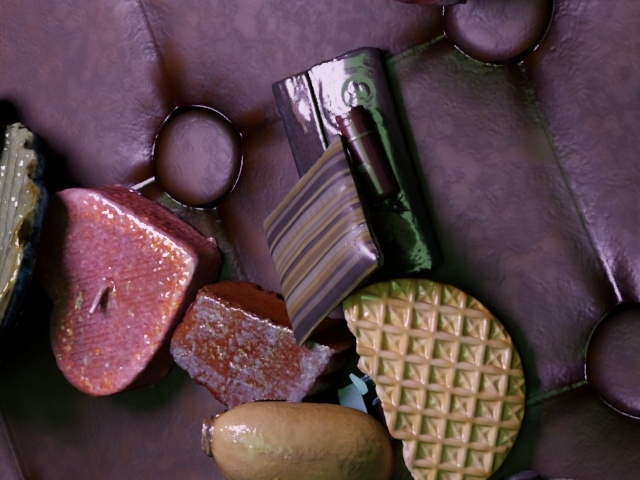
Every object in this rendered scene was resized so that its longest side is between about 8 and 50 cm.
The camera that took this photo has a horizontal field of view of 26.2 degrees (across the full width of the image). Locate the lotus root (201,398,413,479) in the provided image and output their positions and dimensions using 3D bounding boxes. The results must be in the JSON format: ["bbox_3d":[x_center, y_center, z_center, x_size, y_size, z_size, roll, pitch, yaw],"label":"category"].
[{"bbox_3d":[-0.012,0.288,1.833,0.303,0.130,0.146,10,134,-14],"label":"lotus root"}]

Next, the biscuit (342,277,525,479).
[{"bbox_3d":[0.166,0.184,1.809,0.205,0.040,0.308,-22,92,-3],"label":"biscuit"}]

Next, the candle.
[{"bbox_3d":[-0.286,0.068,2.016,0.287,0.131,0.316,-13,89,23],"label":"candle"}]

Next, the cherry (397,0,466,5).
[{"bbox_3d":[0.110,-0.434,1.729,0.221,0.261,0.307,4,127,55],"label":"cherry"}]

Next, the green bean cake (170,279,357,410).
[{"bbox_3d":[-0.082,0.149,1.941,0.233,0.097,0.198,36,109,18],"label":"green bean cake"}]

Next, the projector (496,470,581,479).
[{"bbox_3d":[0.279,0.404,1.796,0.270,0.088,0.193,-13,91,25],"label":"projector"}]

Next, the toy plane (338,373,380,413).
[{"bbox_3d":[0.112,0.154,1.876,0.235,0.060,0.096,-38,91,18],"label":"toy plane"}]

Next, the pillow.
[{"bbox_3d":[0.000,0.000,1.837,0.208,0.052,0.212,-48,48,40],"label":"pillow"}]

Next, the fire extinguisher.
[{"bbox_3d":[0.064,-0.099,1.842,0.078,0.045,0.157,-28,84,47],"label":"fire extinguisher"}]

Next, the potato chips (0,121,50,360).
[{"bbox_3d":[-0.493,0.033,2.050,0.358,0.070,0.429,16,93,63],"label":"potato chips"}]

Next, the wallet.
[{"bbox_3d":[0.047,-0.093,1.891,0.170,0.044,0.321,-17,87,23],"label":"wallet"}]
